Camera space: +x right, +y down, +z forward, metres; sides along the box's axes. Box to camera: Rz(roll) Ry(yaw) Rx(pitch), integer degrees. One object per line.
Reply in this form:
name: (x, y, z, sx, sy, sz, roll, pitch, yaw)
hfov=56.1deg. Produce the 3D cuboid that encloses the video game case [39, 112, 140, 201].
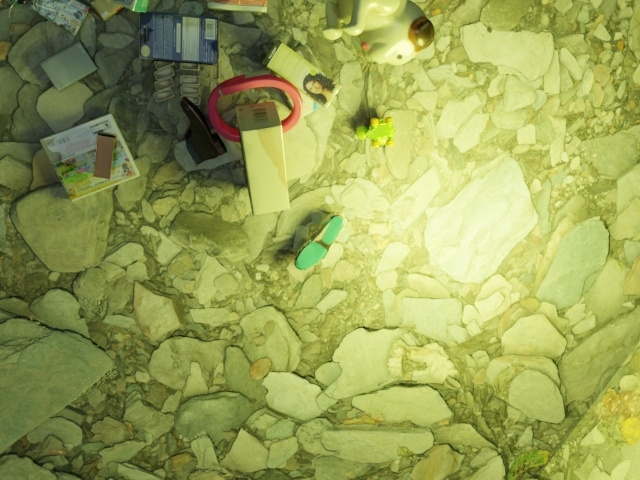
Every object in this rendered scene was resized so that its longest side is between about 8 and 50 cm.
video game case: (-0.702, -0.253, 1.838, 0.226, 0.026, 0.207, -22, 110, -4)

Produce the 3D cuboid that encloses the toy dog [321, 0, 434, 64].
toy dog: (0.163, -0.709, 1.753, 0.395, 0.284, 0.408, -38, 113, -30)

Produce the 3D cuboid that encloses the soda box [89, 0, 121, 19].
soda box: (-0.561, -0.704, 1.703, 0.181, 0.061, 0.058, -37, 109, 3)

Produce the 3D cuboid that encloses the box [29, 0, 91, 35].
box: (-0.736, -0.660, 1.702, 0.137, 0.027, 0.094, 30, 101, -18)

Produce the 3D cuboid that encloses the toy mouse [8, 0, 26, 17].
toy mouse: (-0.867, -0.694, 1.666, 0.160, 0.031, 0.143, -3, 107, -9)

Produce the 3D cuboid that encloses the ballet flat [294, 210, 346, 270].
ballet flat: (0.000, 0.000, 2.018, 0.091, 0.077, 0.241, 39, 99, -18)

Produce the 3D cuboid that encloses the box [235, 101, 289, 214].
box: (-0.173, -0.244, 1.817, 0.121, 0.148, 0.311, -10, 135, -7)

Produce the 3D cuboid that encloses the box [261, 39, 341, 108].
box: (-0.056, -0.496, 1.796, 0.232, 0.058, 0.087, 31, 99, -17)

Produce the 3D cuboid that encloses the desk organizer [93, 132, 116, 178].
desk organizer: (-0.651, -0.254, 1.809, 0.050, 0.047, 0.130, 7, 106, -16)

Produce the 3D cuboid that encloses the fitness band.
fitness band: (-0.197, -0.398, 1.812, 0.290, 0.054, 0.209, -11, 133, 9)

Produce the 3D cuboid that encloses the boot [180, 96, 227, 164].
boot: (-0.385, -0.326, 1.829, 0.106, 0.082, 0.219, -29, 127, 7)

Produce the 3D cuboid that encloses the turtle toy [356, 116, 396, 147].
turtle toy: (0.181, -0.352, 1.947, 0.130, 0.066, 0.095, -6, 106, -8)

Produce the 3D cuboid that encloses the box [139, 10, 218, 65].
box: (-0.414, -0.592, 1.759, 0.225, 0.036, 0.137, 1, 99, -12)

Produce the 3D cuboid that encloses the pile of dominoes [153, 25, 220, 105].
pile of dominoes: (-0.402, -0.535, 1.811, 0.195, 0.040, 0.251, 0, 99, -10)

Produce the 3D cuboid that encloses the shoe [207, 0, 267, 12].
shoe: (-0.243, -0.716, 1.760, 0.177, 0.063, 0.081, -3, 106, -15)

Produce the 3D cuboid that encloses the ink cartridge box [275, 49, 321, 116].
ink cartridge box: (-0.069, -0.484, 1.862, 0.104, 0.061, 0.181, -29, 110, -1)

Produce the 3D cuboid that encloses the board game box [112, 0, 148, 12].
board game box: (-0.590, -0.798, 1.587, 0.335, 0.079, 0.254, 25, 111, 2)

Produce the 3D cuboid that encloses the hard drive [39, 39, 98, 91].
hard drive: (-0.733, -0.510, 1.753, 0.135, 0.022, 0.094, -30, 110, 0)
